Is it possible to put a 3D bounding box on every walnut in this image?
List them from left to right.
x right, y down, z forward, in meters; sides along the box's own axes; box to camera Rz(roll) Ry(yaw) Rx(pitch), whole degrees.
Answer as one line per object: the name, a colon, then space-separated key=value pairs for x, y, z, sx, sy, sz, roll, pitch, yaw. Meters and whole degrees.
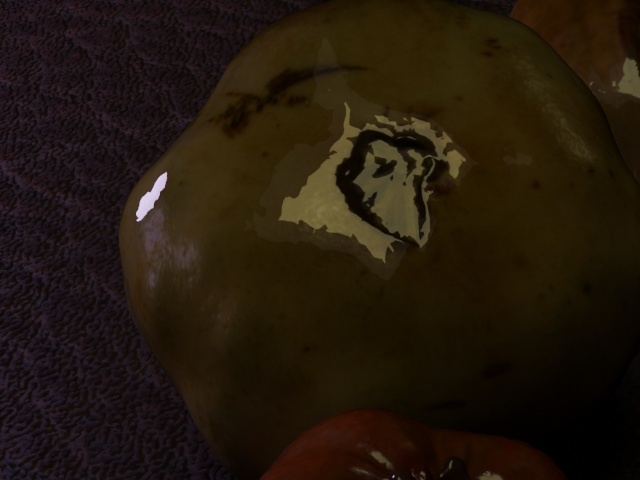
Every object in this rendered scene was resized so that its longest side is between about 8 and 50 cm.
walnut: x=0.226 y=-0.097 z=1.205 sx=0.203 sy=0.203 sz=0.298 roll=-4 pitch=40 yaw=12

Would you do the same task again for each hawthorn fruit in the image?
hawthorn fruit: x=0.035 y=0.218 z=0.848 sx=0.207 sy=0.243 sz=0.207 roll=13 pitch=34 yaw=-9

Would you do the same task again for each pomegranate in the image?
pomegranate: x=0.041 y=0.014 z=1.032 sx=0.332 sy=0.333 sz=0.333 roll=-8 pitch=39 yaw=7
